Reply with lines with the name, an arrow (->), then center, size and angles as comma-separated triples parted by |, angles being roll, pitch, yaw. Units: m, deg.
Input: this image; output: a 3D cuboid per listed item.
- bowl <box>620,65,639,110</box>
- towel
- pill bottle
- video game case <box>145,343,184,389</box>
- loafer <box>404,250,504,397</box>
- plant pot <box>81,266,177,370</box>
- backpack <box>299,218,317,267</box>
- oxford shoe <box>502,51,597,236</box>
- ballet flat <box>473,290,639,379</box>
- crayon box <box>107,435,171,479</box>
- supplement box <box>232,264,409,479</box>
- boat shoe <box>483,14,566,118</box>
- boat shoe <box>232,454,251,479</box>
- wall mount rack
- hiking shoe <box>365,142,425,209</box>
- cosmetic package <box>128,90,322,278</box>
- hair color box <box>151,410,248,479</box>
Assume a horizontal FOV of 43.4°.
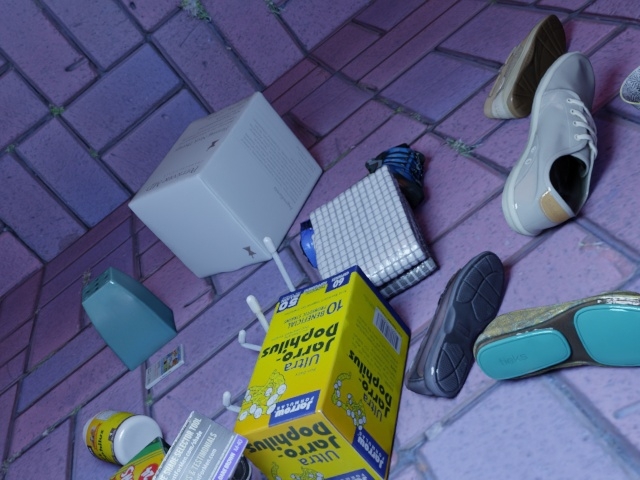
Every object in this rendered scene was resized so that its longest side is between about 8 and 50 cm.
bowl -> 0.680, -0.292, 1.561 | 0.170, 0.080, 0.170 | -31, 25, 16
towel -> 0.108, 0.008, 1.746 | 0.235, 0.121, 0.284 | -33, 43, 16
pill bottle -> -0.459, 0.448, 1.831 | 0.215, 0.117, 0.117 | -7, 40, 50
video game case -> -0.404, 0.327, 2.087 | 0.122, 0.011, 0.087 | -37, 24, 6
loafer -> 0.232, 0.141, 1.424 | 0.095, 0.109, 0.303 | -14, 37, 49
plant pot -> -0.543, 0.201, 2.225 | 0.165, 0.234, 0.165 | -39, 25, 1
backpack -> 0.000, 0.000, 1.983 | 0.101, 0.098, 0.120 | -26, 27, 19
oxford shoe -> 0.486, -0.199, 1.577 | 0.130, 0.169, 0.449 | -13, 42, 49
ballet flat -> 0.396, 0.131, 1.212 | 0.348, 0.123, 0.123 | -18, 32, 38
crayon box -> -0.404, 0.565, 1.604 | 0.318, 0.081, 0.202 | -42, 25, -5
supplement box -> 0.012, 0.249, 1.429 | 0.194, 0.195, 0.357 | -24, 29, 29
boat shoe -> 0.504, -0.434, 1.995 | 0.110, 0.122, 0.341 | -4, 43, 50
boat shoe -> -0.164, 0.426, 1.556 | 0.046, 0.038, 0.125 | -36, 25, 7
wall mount rack -> -0.108, 0.183, 1.649 | 0.350, 0.130, 0.304 | -82, 11, -56
hiking shoe -> 0.202, -0.174, 1.980 | 0.132, 0.113, 0.304 | -38, 25, 3
cosmetic package -> -0.265, -0.156, 2.339 | 0.329, 0.327, 0.394 | -16, 35, 41
hair color box -> -0.222, 0.433, 1.333 | 0.185, 0.110, 0.339 | -61, -6, -31
